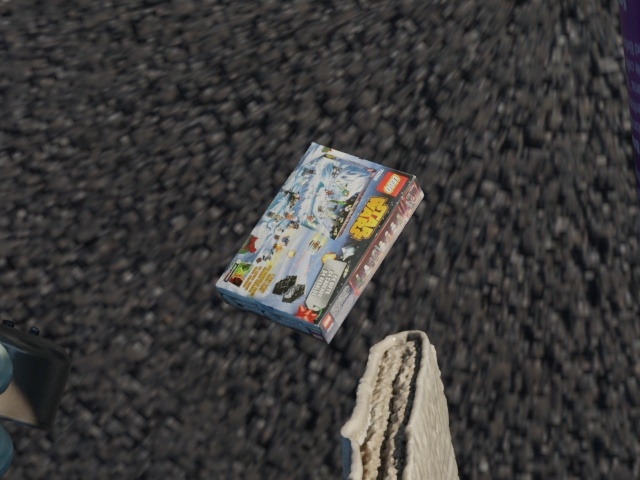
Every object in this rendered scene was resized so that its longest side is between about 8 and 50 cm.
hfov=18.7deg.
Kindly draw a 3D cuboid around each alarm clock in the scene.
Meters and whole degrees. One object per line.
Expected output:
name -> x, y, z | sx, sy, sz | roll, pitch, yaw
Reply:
alarm clock -> -0.215, 0.076, 1.215 | 0.129, 0.192, 0.064 | 15, 80, 15

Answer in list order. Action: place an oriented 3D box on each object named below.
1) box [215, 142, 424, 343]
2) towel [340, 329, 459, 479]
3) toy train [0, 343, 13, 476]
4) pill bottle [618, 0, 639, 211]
box -> 0.000, 0.000, 1.392 | 0.094, 0.027, 0.137 | 20, 65, 32
towel -> 0.054, 0.180, 1.138 | 0.049, 0.282, 0.187 | -8, 103, 9
toy train -> -0.255, 0.124, 0.942 | 0.190, 0.334, 0.142 | 16, 112, -15
pill bottle -> 0.206, -0.044, 0.757 | 0.169, 0.169, 0.301 | -6, 105, 8
